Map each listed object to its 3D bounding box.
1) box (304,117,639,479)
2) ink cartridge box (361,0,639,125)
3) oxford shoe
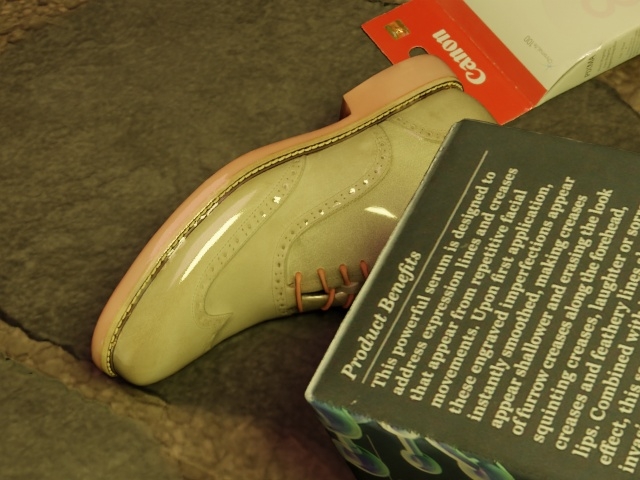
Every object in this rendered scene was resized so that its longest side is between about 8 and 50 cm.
[{"bbox_3d":[0.238,0.130,0.680,0.395,0.293,0.212,15,61,31],"label":"box"},{"bbox_3d":[0.184,-0.215,1.121,0.232,0.066,0.189,-25,57,-17],"label":"ink cartridge box"},{"bbox_3d":[0.000,0.000,0.942,0.397,0.140,0.146,-38,68,-17],"label":"oxford shoe"}]
